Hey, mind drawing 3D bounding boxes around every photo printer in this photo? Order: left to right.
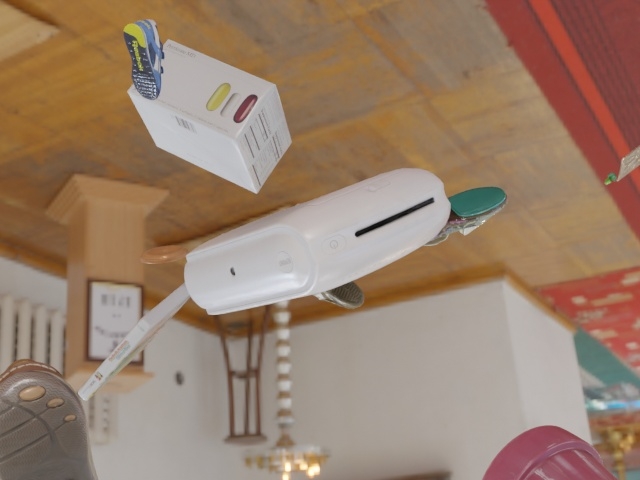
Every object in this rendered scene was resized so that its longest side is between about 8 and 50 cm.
[{"bbox_3d":[0.000,0.000,1.186,0.256,0.107,0.307,-24,-176,-38],"label":"photo printer"}]

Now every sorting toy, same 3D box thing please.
[{"bbox_3d":[0.479,-0.120,1.447,0.083,0.012,0.062,-34,150,-18],"label":"sorting toy"}]

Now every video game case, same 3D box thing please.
[{"bbox_3d":[-0.315,0.167,1.634,0.206,0.026,0.227,-47,-179,24],"label":"video game case"}]

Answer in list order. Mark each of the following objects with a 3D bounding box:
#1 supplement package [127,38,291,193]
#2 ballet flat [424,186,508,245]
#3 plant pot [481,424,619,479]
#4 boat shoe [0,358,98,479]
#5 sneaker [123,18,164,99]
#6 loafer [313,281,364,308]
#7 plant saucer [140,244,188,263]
[{"bbox_3d":[-0.215,-0.247,1.840,0.262,0.145,0.204,25,159,19],"label":"supplement package"},{"bbox_3d":[0.236,-0.036,1.682,0.221,0.077,0.079,-18,134,-12],"label":"ballet flat"},{"bbox_3d":[0.331,0.368,1.195,0.201,0.201,0.180,10,-171,-34],"label":"plant pot"},{"bbox_3d":[-0.284,0.273,0.972,0.123,0.324,0.116,-6,-163,-21],"label":"boat shoe"},{"bbox_3d":[-0.288,-0.306,1.554,0.053,0.059,0.144,15,130,20],"label":"sneaker"},{"bbox_3d":[0.022,0.101,1.907,0.148,0.056,0.050,26,152,13],"label":"loafer"},{"bbox_3d":[-0.274,0.023,1.612,0.083,0.013,0.083,-7,-166,2],"label":"plant saucer"}]
